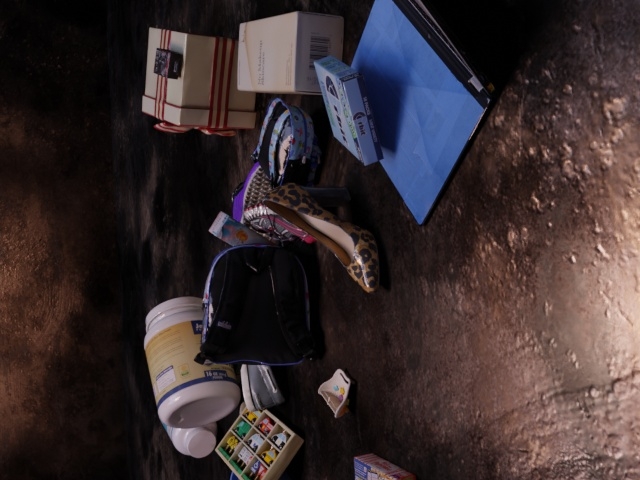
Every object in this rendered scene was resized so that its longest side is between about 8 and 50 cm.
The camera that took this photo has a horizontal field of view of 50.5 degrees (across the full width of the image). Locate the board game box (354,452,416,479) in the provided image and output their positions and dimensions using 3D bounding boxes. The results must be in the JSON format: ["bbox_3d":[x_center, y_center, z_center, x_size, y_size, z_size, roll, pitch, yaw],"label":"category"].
[{"bbox_3d":[0.119,0.510,1.248,0.146,0.045,0.194,1,93,62],"label":"board game box"}]

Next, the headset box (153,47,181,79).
[{"bbox_3d":[-0.368,-0.426,1.634,0.083,0.032,0.062,28,113,44],"label":"headset box"}]

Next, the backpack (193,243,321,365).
[{"bbox_3d":[-0.143,0.136,1.523,0.213,0.276,0.264,-153,67,-74],"label":"backpack"}]

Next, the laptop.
[{"bbox_3d":[0.076,-0.296,1.075,0.236,0.408,0.382,-39,51,16],"label":"laptop"}]

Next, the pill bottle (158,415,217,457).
[{"bbox_3d":[-0.421,0.591,2.180,0.264,0.146,0.146,28,117,59],"label":"pill bottle"}]

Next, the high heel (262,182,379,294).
[{"bbox_3d":[0.000,0.000,1.281,0.093,0.186,0.261,-61,41,45],"label":"high heel"}]

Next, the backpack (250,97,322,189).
[{"bbox_3d":[-0.066,-0.214,1.465,0.158,0.116,0.173,54,138,47],"label":"backpack"}]

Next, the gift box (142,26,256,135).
[{"bbox_3d":[-0.317,-0.413,1.794,0.276,0.255,0.258,28,115,52],"label":"gift box"}]

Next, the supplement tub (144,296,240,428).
[{"bbox_3d":[-0.368,0.340,1.909,0.228,0.228,0.316,-61,41,45],"label":"supplement tub"}]

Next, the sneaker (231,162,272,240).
[{"bbox_3d":[-0.169,-0.114,1.687,0.146,0.102,0.293,62,143,40],"label":"sneaker"}]

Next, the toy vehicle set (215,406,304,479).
[{"bbox_3d":[-0.157,0.510,1.683,0.166,0.035,0.267,-54,27,-12],"label":"toy vehicle set"}]

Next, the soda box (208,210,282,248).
[{"bbox_3d":[-0.171,0.002,1.615,0.058,0.183,0.063,-59,30,-2],"label":"soda box"}]

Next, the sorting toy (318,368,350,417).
[{"bbox_3d":[0.040,0.308,1.392,0.083,0.044,0.075,45,124,53],"label":"sorting toy"}]

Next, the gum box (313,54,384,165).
[{"bbox_3d":[0.049,-0.239,1.228,0.184,0.041,0.157,-124,15,-59],"label":"gum box"}]

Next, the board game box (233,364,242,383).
[{"bbox_3d":[-0.236,0.275,1.927,0.136,0.030,0.260,62,143,43],"label":"board game box"}]

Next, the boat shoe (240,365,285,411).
[{"bbox_3d":[-0.149,0.268,1.718,0.116,0.099,0.320,61,-160,-67],"label":"boat shoe"}]

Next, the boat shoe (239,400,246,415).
[{"bbox_3d":[-0.194,0.509,1.848,0.043,0.049,0.137,-50,53,55],"label":"boat shoe"}]

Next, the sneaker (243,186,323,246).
[{"bbox_3d":[-0.084,-0.040,1.517,0.299,0.120,0.112,-8,96,66],"label":"sneaker"}]

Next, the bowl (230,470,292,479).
[{"bbox_3d":[-0.132,0.744,1.716,0.391,0.077,0.391,10,101,61],"label":"bowl"}]

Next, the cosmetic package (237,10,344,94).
[{"bbox_3d":[-0.073,-0.399,1.471,0.309,0.113,0.160,21,111,59],"label":"cosmetic package"}]
